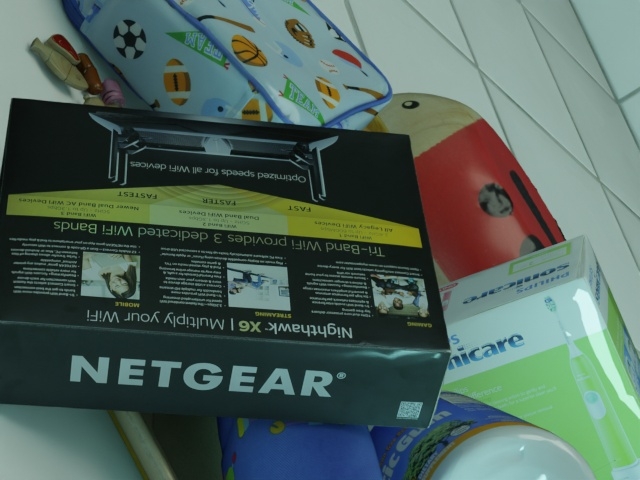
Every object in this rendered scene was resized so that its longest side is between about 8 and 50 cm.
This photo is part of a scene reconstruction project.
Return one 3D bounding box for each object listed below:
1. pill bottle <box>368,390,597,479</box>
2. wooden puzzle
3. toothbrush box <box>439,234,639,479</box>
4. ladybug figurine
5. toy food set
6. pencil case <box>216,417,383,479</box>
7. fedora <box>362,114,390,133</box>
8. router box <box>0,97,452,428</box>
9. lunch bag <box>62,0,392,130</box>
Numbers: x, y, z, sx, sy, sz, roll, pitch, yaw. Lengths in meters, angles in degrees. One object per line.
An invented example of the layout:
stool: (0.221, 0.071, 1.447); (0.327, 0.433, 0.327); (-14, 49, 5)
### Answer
pill bottle: (0.111, 0.207, 1.299); (0.152, 0.152, 0.272); (53, -11, -13)
wooden puzzle: (-0.093, 0.154, 1.193); (0.221, 0.044, 0.238); (61, 16, 8)
toothbrush box: (0.228, 0.168, 1.593); (0.283, 0.206, 0.122); (63, 19, -16)
ladybug figurine: (0.192, 0.008, 1.862); (0.449, 0.162, 0.305); (58, 20, 0)
toy food set: (-0.205, -0.137, 1.374); (0.122, 0.019, 0.078); (45, 23, -13)
pencil case: (-0.019, 0.157, 1.119); (0.119, 0.133, 0.306); (3, 40, -14)
fedora: (0.029, -0.092, 1.630); (0.194, 0.079, 0.194); (48, 23, -28)
router box: (-0.077, 0.012, 1.107); (0.309, 0.081, 0.243); (5, 40, -9)
lunch bag: (-0.079, -0.183, 1.479); (0.303, 0.115, 0.243); (48, 31, 7)
